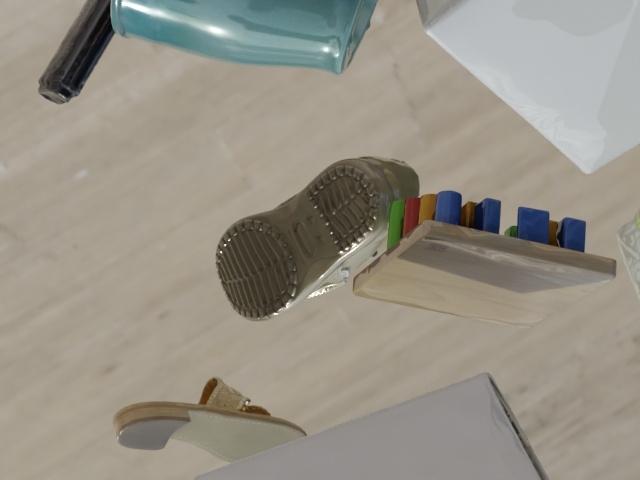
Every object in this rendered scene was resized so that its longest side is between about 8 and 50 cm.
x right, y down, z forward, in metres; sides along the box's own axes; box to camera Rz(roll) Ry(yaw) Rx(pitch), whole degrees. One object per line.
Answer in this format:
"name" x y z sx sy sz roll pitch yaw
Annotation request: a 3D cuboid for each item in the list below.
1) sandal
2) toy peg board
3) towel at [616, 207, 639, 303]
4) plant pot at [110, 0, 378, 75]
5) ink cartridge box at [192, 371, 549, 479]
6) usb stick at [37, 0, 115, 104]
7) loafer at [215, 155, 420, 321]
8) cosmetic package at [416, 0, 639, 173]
"sandal" -0.113 0.175 1.662 0.240 0.079 0.088 12 137 -39
"toy peg board" 0.129 0.001 1.279 0.161 0.079 0.160 11 159 -16
"towel" 0.463 0.052 1.715 0.090 0.320 0.374 -5 155 -19
"plant pot" -0.060 -0.308 1.764 0.271 0.255 0.271 22 90 -86
"ink cartridge box" 0.030 0.242 1.135 0.226 0.131 0.306 -18 151 -15
"usb stick" -0.239 -0.281 1.845 0.077 0.045 0.278 6 -116 58
"loafer" 0.000 0.000 1.456 0.092 0.101 0.268 -14 170 -40
"cosmetic package" 0.294 -0.358 1.705 0.329 0.393 0.327 -32 135 25
